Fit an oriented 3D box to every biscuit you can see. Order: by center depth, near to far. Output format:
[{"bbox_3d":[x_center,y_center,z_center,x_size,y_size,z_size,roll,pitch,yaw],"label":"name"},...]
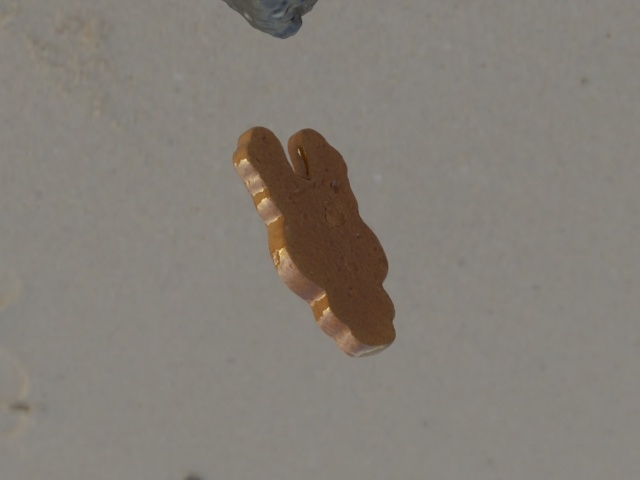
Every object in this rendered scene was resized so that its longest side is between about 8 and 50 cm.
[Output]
[{"bbox_3d":[0.000,0.000,2.010,0.047,0.334,0.202,-36,162,37],"label":"biscuit"}]

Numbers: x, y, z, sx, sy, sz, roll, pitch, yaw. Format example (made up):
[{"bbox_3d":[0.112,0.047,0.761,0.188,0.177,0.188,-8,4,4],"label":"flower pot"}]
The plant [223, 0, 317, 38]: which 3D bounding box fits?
[{"bbox_3d":[-0.044,-0.249,1.263,0.132,0.129,0.194,39,175,5],"label":"plant"}]
